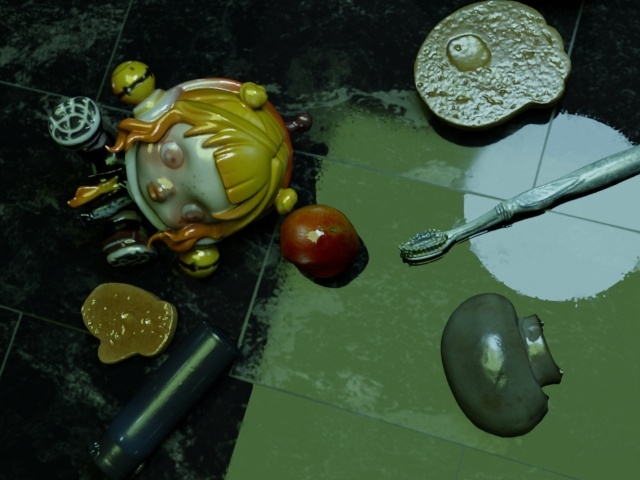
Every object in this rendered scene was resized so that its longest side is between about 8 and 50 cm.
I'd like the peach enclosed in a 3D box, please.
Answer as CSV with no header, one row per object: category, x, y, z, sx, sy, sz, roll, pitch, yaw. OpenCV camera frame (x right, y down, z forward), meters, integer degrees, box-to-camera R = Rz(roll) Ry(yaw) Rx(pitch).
peach,0.001,0.000,1.296,0.101,0.101,0.100,-2,77,10

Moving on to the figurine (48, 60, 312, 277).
figurine,-0.179,-0.106,1.307,0.323,0.196,0.320,-7,119,17

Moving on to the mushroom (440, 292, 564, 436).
mushroom,0.223,0.158,1.217,0.141,0.117,0.188,-23,78,17

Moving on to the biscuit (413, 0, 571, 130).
biscuit,0.233,-0.240,1.332,0.208,0.049,0.181,-25,74,4

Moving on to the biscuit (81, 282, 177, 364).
biscuit,-0.277,0.122,1.360,0.140,0.023,0.118,27,84,15

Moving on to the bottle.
bottle,-0.212,0.221,1.301,0.244,0.082,0.072,-47,29,-3

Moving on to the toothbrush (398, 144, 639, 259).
toothbrush,0.298,-0.059,1.285,0.414,0.042,0.035,-22,74,3
